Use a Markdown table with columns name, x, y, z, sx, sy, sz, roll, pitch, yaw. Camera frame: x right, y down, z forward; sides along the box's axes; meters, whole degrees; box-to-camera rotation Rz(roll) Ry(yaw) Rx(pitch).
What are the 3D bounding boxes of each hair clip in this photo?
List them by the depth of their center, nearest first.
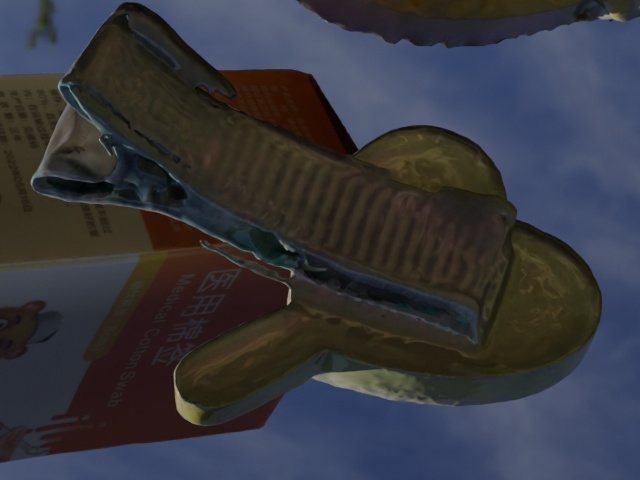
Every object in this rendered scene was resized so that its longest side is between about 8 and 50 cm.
| name | x | y | z | sx | sy | sz | roll | pitch | yaw |
| --- | --- | --- | --- | --- | --- | --- | --- | --- | --- |
| hair clip | -0.001 | 0.003 | 0.720 | 0.218 | 0.071 | 0.159 | 24 | -124 | -2 |

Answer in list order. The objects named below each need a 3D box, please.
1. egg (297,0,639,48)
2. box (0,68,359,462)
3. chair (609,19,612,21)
| name | x | y | z | sx | sy | sz | roll | pitch | yaw |
| --- | --- | --- | --- | --- | --- | --- | --- | --- | --- |
| egg | 0.116 | -0.347 | 1.241 | 0.354 | 0.354 | 0.340 | 1 | -114 | -13 |
| box | -0.158 | 0.020 | 1.167 | 0.341 | 0.225 | 0.143 | -3 | -125 | -30 |
| chair | 0.127 | -0.346 | 1.651 | 0.326 | 0.175 | 0.183 | 20 | -107 | 22 |
